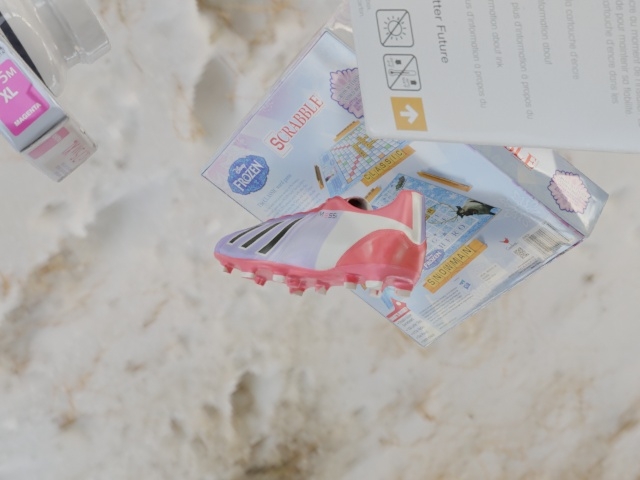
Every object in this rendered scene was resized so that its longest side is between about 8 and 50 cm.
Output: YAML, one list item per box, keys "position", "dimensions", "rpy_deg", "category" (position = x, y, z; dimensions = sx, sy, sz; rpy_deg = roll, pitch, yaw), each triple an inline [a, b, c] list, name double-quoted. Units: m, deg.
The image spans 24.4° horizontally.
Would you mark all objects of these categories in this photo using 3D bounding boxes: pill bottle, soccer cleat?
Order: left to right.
- position: [-0.365, -0.186, 1.570]
  dimensions: [0.265, 0.153, 0.153]
  rpy_deg: [-33, 136, -9]
  category: "pill bottle"
- position: [0.000, 0.000, 1.358]
  dimensions: [0.083, 0.248, 0.095]
  rpy_deg: [22, 77, -41]
  category: "soccer cleat"

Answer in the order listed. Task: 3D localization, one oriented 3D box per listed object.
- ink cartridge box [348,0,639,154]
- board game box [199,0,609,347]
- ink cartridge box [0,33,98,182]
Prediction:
- position: [0.139, -0.182, 0.606]
  dimensions: [0.072, 0.307, 0.303]
  rpy_deg: [-36, 124, -50]
  category: "ink cartridge box"
- position: [0.073, -0.058, 1.500]
  dimensions: [0.066, 0.318, 0.319]
  rpy_deg: [-57, -171, -35]
  category: "board game box"
- position: [-0.325, -0.192, 1.294]
  dimensions: [0.065, 0.311, 0.186]
  rpy_deg: [-39, 176, -4]
  category: "ink cartridge box"
